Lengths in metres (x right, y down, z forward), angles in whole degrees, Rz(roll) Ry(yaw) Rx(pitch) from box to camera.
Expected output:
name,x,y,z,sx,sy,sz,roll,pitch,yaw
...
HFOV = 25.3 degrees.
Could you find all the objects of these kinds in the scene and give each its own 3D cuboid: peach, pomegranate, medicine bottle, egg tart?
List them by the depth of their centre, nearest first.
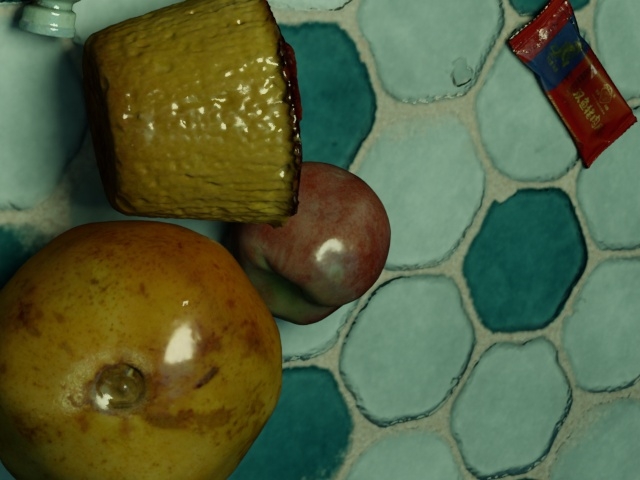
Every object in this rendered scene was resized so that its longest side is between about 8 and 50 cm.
name,x,y,z,sx,sy,sz,roll,pitch,yaw
medicine bottle,-0.206,-0.262,1.154,0.051,0.051,0.191,5,103,-33
egg tart,-0.102,-0.104,1.191,0.171,0.215,0.215,-11,112,-15
pomegranate,-0.161,0.108,1.194,0.264,0.264,0.264,-11,112,-29
peach,0.000,0.000,1.324,0.152,0.152,0.152,-11,112,-29

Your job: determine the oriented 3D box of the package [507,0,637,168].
name,x,y,z,sx,sy,sz,roll,pitch,yaw
package,0.268,-0.167,1.499,0.083,0.022,0.200,-46,126,-10
